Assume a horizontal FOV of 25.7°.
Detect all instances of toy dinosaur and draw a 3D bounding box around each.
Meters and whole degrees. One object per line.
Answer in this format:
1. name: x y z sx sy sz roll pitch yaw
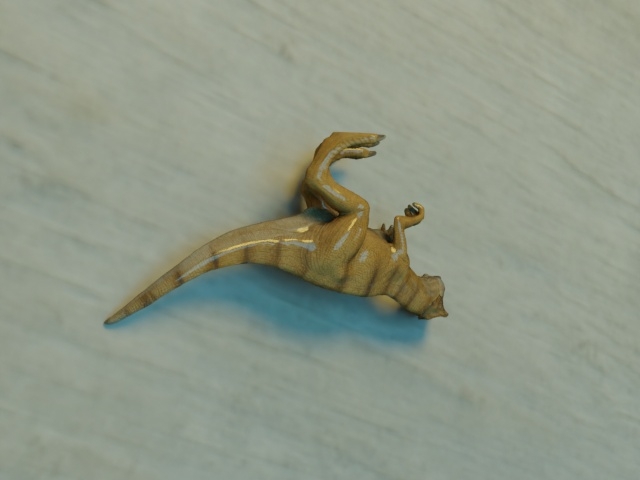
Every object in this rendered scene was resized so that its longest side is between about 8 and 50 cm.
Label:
1. toy dinosaur: 0.000 0.000 0.741 0.211 0.064 0.112 10 82 -34
